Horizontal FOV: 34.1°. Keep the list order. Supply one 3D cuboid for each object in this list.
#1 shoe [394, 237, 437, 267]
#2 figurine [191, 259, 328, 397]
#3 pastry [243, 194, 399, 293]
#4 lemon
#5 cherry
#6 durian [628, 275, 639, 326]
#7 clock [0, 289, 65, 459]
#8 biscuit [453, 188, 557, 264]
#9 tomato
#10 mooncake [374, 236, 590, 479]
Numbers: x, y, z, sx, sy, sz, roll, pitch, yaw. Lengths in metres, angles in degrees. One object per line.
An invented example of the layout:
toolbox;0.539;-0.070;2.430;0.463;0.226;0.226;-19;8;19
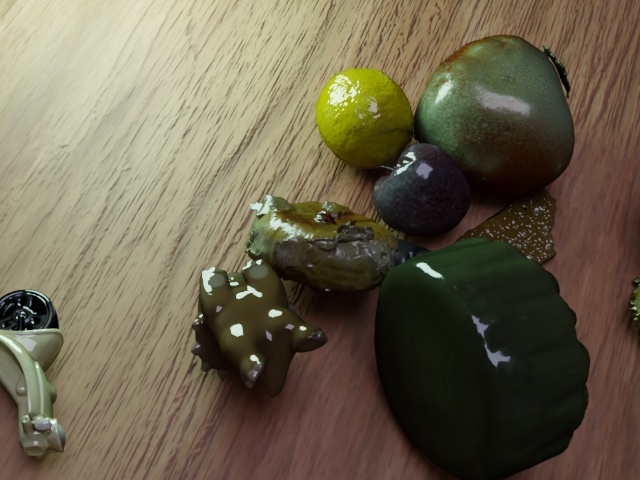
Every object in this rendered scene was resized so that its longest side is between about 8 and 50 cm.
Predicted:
shoe;0.233;0.070;1.761;0.291;0.137;0.114;24;55;11
figurine;-0.107;0.153;1.628;0.177;0.173;0.247;-27;49;-28
pastry;0.005;0.000;1.725;0.257;0.121;0.236;6;16;-10
lemon;0.082;-0.226;1.920;0.180;0.180;0.193;4;39;-6
cherry;0.178;-0.080;1.843;0.176;0.176;0.140;18;30;3
durian;0.603;0.127;1.816;0.146;0.102;0.208;-14;36;-20
clock;-0.527;0.248;1.536;0.379;0.120;0.276;-29;61;-20
biscuit;0.363;-0.003;1.900;0.237;0.026;0.131;-31;67;-27
tomato;0.329;-0.236;1.920;0.303;0.239;0.303;7;57;-11
mooncake;0.236;0.178;1.558;0.194;0.356;0.356;-15;59;-23
